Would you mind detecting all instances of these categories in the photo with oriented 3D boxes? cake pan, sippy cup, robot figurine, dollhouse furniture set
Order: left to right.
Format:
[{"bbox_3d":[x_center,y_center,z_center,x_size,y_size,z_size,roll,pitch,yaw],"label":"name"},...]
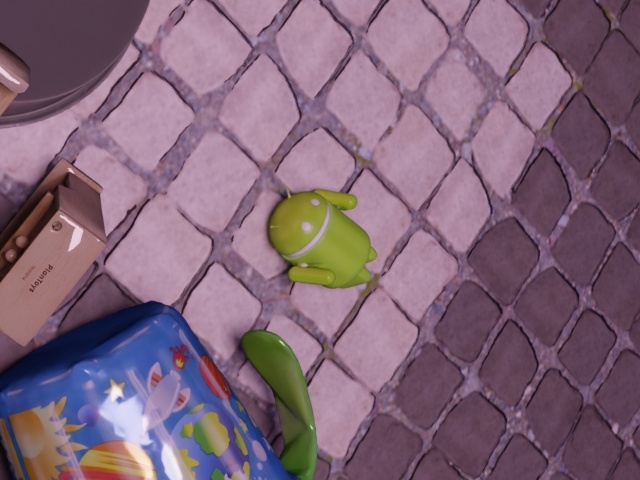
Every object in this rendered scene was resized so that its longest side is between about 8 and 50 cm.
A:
[{"bbox_3d":[-0.287,-0.051,1.055,0.242,0.161,0.212,38,96,-18],"label":"dollhouse furniture set"},{"bbox_3d":[-0.251,-0.234,1.121,0.293,0.054,0.293,-4,97,-35],"label":"cake pan"},{"bbox_3d":[-0.147,0.179,1.145,0.224,0.240,0.305,65,16,-10],"label":"sippy cup"},{"bbox_3d":[0.000,0.000,1.316,0.115,0.067,0.101,39,55,-31],"label":"robot figurine"}]
